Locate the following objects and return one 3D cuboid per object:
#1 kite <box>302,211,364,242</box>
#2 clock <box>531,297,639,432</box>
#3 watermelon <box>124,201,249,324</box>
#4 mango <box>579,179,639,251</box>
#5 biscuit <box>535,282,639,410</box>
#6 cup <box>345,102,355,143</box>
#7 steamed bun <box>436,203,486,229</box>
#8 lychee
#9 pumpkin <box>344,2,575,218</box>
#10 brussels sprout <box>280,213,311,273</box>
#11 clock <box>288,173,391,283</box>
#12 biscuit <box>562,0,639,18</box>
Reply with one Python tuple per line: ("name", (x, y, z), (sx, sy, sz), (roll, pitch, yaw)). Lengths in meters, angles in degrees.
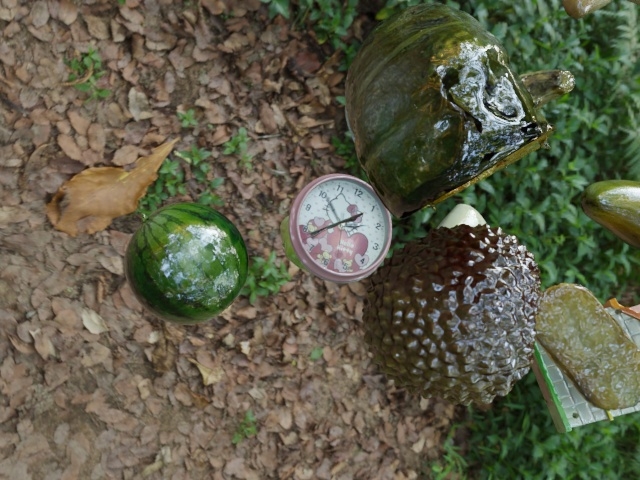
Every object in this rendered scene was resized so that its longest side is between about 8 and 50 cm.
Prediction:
("kite", (0.020, -0.023, 0.914), (0.139, 0.156, 0.011), (-14, 83, -51))
("clock", (0.542, 0.225, 1.003), (0.106, 0.255, 0.220), (54, 20, -65))
("watermelon", (-0.264, 0.045, 1.043), (0.242, 0.242, 0.243), (-2, 93, -36))
("mango", (0.567, -0.035, 0.900), (0.267, 0.133, 0.111), (23, 107, -14))
("biscuit", (0.432, 0.174, 0.844), (0.118, 0.029, 0.247), (-39, 96, 16))
("cup", (0.241, -0.278, 1.241), (0.257, 0.301, 0.227), (-32, 141, -8))
("steamed bun", (0.444, 0.028, 1.632), (0.200, 0.154, 0.250), (-41, 142, -29))
("lychee", (0.189, 0.104, 0.781), (0.267, 0.267, 0.268), (-2, 93, -36))
("pumpkin", (0.155, -0.171, 0.621), (0.232, 0.242, 0.325), (64, 21, 1))
("brussels sprout", (0.000, 0.000, 1.317), (0.223, 0.223, 0.161), (20, 118, -34))
("clock", (0.046, -0.028, 1.158), (0.244, 0.056, 0.245), (3, 81, -17))
("biscuit", (0.446, -0.403, 0.801), (0.207, 0.047, 0.164), (-7, 62, -10))
